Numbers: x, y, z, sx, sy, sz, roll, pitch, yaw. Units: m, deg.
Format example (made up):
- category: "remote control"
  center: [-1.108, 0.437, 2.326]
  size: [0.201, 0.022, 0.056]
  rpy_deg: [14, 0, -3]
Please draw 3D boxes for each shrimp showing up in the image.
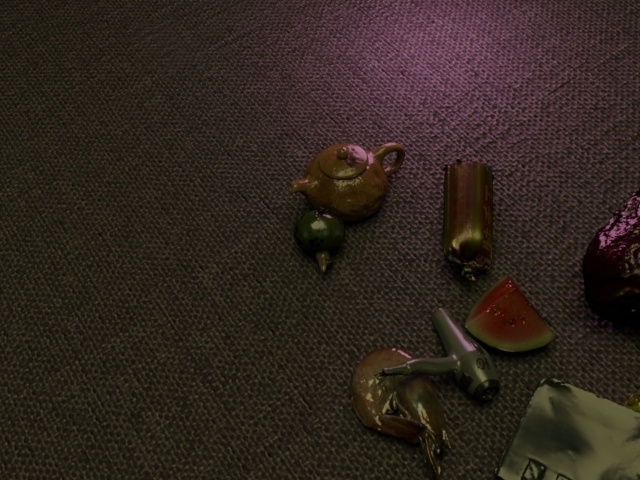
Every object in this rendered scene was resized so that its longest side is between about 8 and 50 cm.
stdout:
- category: "shrimp"
  center: [0.160, 0.351, 1.738]
  size: [0.168, 0.077, 0.317]
  rpy_deg: [-23, 49, 2]

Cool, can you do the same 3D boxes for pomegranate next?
- category: "pomegranate"
  center: [0.000, 0.000, 1.992]
  size: [0.122, 0.122, 0.161]
  rpy_deg: [-9, 80, 1]

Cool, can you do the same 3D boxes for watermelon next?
- category: "watermelon"
  center: [0.401, 0.153, 1.840]
  size: [0.193, 0.137, 0.145]
  rpy_deg: [8, 11, 1]

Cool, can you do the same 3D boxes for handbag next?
- category: "handbag"
  center: [0.490, 0.416, 1.640]
  size: [0.248, 0.079, 0.260]
  rpy_deg: [24, 60, 23]

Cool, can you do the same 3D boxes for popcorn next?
- category: "popcorn"
  center: [0.638, 0.333, 1.696]
  size: [0.083, 0.068, 0.059]
  rpy_deg: [34, 81, -10]

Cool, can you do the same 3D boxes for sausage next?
- category: "sausage"
  center: [0.336, -0.041, 1.964]
  size: [0.117, 0.125, 0.317]
  rpy_deg: [-29, 41, 39]

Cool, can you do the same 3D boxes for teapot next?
- category: "teapot"
  center: [0.069, -0.164, 2.058]
  size: [0.311, 0.167, 0.203]
  rpy_deg: [-23, 51, -14]

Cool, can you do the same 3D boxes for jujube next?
- category: "jujube"
  center: [0.716, 0.026, 1.808]
  size: [0.258, 0.258, 0.376]
  rpy_deg: [35, 71, 28]

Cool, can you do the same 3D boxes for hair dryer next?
- category: "hair dryer"
  center: [0.230, 0.217, 1.779]
  size: [0.267, 0.092, 0.229]
  rpy_deg: [14, 34, -14]
